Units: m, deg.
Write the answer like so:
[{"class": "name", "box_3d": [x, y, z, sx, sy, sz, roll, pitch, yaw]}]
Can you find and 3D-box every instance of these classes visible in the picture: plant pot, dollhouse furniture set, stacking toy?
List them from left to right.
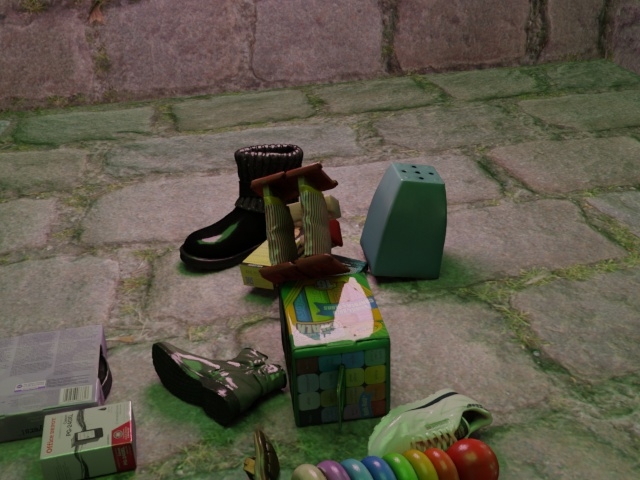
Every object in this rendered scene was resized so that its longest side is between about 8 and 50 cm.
[{"class": "dollhouse furniture set", "box_3d": [0.000, 0.000, 1.535, 0.152, 0.201, 0.374, -13, -17, 17]}, {"class": "stacking toy", "box_3d": [0.128, 0.376, 1.104, 0.330, 0.141, 0.141, -8, 30, -20]}, {"class": "plant pot", "box_3d": [0.204, -0.055, 1.719, 0.165, 0.234, 0.165, 3, 28, -11]}]

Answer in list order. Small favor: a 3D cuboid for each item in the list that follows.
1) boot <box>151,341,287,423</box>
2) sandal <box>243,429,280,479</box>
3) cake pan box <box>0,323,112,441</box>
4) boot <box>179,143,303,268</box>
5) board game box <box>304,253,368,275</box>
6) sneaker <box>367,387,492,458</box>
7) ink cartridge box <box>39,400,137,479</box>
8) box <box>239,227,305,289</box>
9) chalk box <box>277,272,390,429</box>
[{"class": "boot", "box_3d": [-0.195, 0.250, 1.402, 0.246, 0.083, 0.161, 26, 33, 31]}, {"class": "sandal", "box_3d": [-0.099, 0.379, 1.175, 0.049, 0.072, 0.180, -22, 33, 8]}, {"class": "cake pan box", "box_3d": [-0.536, 0.267, 1.384, 0.267, 0.070, 0.246, -8, 32, -11]}, {"class": "boot", "box_3d": [-0.197, -0.094, 1.805, 0.348, 0.260, 0.131, -19, 34, -29]}, {"class": "board game box", "box_3d": [0.005, 0.071, 1.741, 0.186, 0.026, 0.126, 13, 34, 25]}, {"class": "sneaker", "box_3d": [0.180, 0.321, 1.213, 0.235, 0.090, 0.095, -23, 26, -32]}, {"class": "ink cartridge box", "box_3d": [-0.394, 0.343, 1.242, 0.150, 0.063, 0.109, -8, 30, -12]}, {"class": "box", "box_3d": [-0.094, 0.030, 1.733, 0.087, 0.058, 0.232, 6, 31, 26]}, {"class": "chalk box", "box_3d": [0.029, 0.213, 1.337, 0.179, 0.180, 0.289, -6, 31, -7]}]
